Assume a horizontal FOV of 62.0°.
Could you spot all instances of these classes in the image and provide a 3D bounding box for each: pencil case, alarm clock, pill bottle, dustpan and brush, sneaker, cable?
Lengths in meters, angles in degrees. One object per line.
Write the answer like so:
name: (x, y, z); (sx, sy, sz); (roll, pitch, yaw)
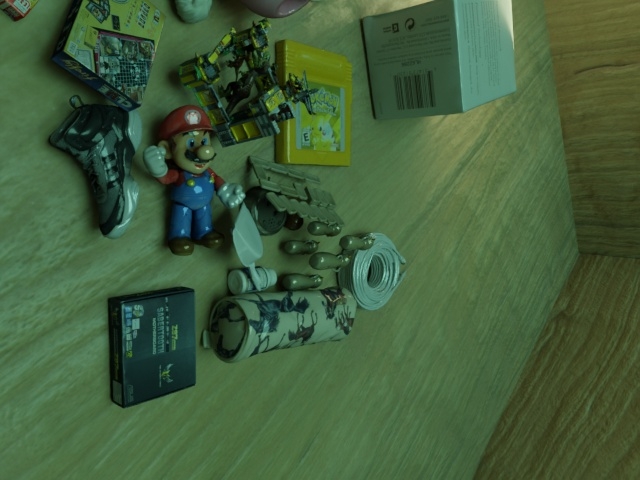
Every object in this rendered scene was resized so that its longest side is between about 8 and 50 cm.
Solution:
pencil case: (-0.096, 0.212, 1.390); (0.411, 0.183, 0.159); (-1, 59, -45)
alarm clock: (-0.153, -0.062, 1.377); (0.192, 0.064, 0.129); (-54, 131, -25)
pill bottle: (-0.173, 0.101, 1.369); (0.120, 0.067, 0.067); (-6, 99, -48)
dustpan and brush: (-0.171, 0.030, 1.281); (0.147, 0.060, 0.211); (-88, 154, -64)
sneaker: (-0.436, -0.141, 1.020); (0.153, 0.101, 0.268); (9, 82, -48)
cable: (0.161, 0.097, 1.731); (0.257, 0.089, 0.257); (-54, 130, -29)

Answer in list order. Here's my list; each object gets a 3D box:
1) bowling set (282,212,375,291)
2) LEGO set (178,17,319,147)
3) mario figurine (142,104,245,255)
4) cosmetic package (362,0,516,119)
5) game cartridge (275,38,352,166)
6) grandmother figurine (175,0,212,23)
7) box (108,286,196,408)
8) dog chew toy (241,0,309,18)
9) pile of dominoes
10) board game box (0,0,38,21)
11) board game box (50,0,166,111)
bowling set: (0.000, 0.000, 1.477); (0.154, 0.287, 0.199); (3, 59, -55)
LEGO set: (-0.133, -0.367, 1.210); (0.331, 0.192, 0.254); (-45, 121, -50)
mario figurine: (-0.267, -0.126, 1.149); (0.198, 0.170, 0.320); (-68, 159, -70)
cosmetic package: (0.392, -0.594, 1.719); (0.394, 0.330, 0.327); (-29, 115, -44)
game cartridge: (-0.011, -0.373, 1.503); (0.285, 0.053, 0.323); (-7, 102, -48)
grandmother figurine: (-0.321, -0.621, 1.093); (0.208, 0.104, 0.342); (-31, 125, -11)
box: (-0.365, 0.228, 1.174); (0.183, 0.059, 0.232); (-5, 99, -49)
dog chew toy: (-0.143, -0.672, 1.187); (0.207, 0.207, 0.331); (-33, 91, -41)
pile of dominoes: (-0.065, -0.115, 1.392); (0.251, 0.195, 0.040); (12, 131, -39)
board game box: (-0.522, -0.502, 0.911); (0.147, 0.045, 0.193); (44, 63, -42)
board game box: (-0.395, -0.391, 1.018); (0.165, 0.042, 0.243); (35, 51, -45)
